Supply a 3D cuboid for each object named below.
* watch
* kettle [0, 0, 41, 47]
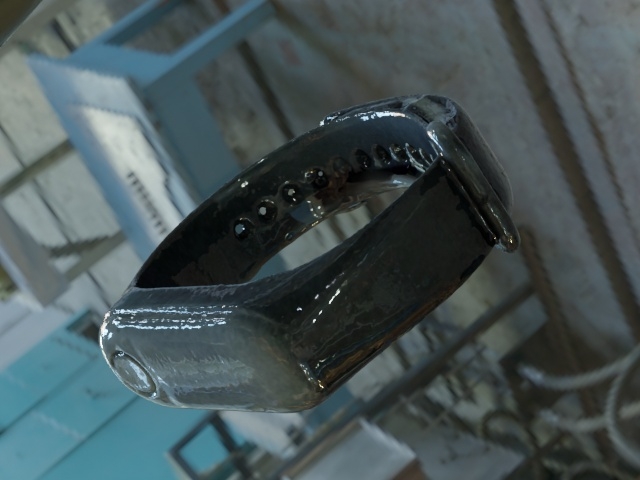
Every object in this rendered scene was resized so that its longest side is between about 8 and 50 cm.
[{"bbox_3d":[0.000,0.000,0.688,0.206,0.193,0.068,-10,121,51],"label":"watch"},{"bbox_3d":[-0.161,-0.107,0.385,0.324,0.321,0.228,-34,129,28],"label":"kettle"}]
